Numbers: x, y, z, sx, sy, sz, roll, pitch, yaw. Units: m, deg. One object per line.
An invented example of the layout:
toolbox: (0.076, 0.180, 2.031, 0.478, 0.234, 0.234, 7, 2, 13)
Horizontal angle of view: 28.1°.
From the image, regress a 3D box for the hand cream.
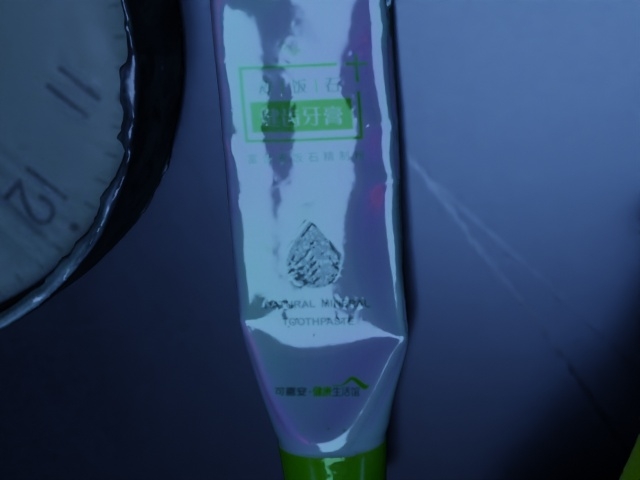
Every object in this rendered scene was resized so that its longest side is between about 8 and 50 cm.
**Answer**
hand cream: (0.000, 0.000, 0.599, 0.079, 0.050, 0.275, -9, 107, -14)

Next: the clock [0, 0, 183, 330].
clock: (-0.220, -0.090, 0.593, 0.313, 0.061, 0.312, 4, 111, 10)

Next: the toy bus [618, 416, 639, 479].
toy bus: (0.234, -0.003, 0.479, 0.139, 0.113, 0.301, 37, 116, 39)
